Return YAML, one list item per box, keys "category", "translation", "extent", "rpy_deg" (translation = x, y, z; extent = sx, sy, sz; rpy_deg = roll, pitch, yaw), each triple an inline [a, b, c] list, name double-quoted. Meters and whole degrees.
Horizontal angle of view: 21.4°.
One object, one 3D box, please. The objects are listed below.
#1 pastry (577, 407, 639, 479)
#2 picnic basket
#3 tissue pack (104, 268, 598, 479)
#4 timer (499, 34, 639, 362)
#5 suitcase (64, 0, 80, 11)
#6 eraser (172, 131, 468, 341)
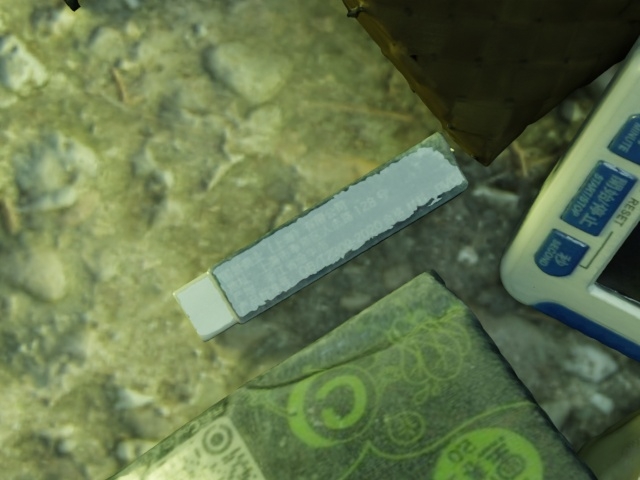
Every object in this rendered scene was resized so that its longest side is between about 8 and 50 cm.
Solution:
- category: "pastry"
  translation: [0.281, 0.219, 1.148]
  extent: [0.264, 0.133, 0.265]
  rpy_deg: [0, 87, -2]
- category: "picnic basket"
  translation: [0.128, -0.251, 1.082]
  extent: [0.321, 0.291, 0.254]
  rpy_deg: [-41, 51, 2]
- category: "tissue pack"
  translation: [0.058, 0.237, 1.038]
  extent: [0.288, 0.124, 0.394]
  rpy_deg: [-33, 49, -4]
- category: "timer"
  translation: [0.243, -0.024, 1.124]
  extent: [0.178, 0.253, 0.078]
  rpy_deg: [27, 46, -2]
- category: "suitcase"
  translation: [-0.196, -0.365, 1.163]
  extent: [0.229, 0.152, 0.335]
  rpy_deg: [-38, 86, -6]
- category: "eraser"
  translation: [0.000, 0.000, 1.173]
  extent: [0.212, 0.092, 0.046]
  rpy_deg: [-31, 89, -3]
